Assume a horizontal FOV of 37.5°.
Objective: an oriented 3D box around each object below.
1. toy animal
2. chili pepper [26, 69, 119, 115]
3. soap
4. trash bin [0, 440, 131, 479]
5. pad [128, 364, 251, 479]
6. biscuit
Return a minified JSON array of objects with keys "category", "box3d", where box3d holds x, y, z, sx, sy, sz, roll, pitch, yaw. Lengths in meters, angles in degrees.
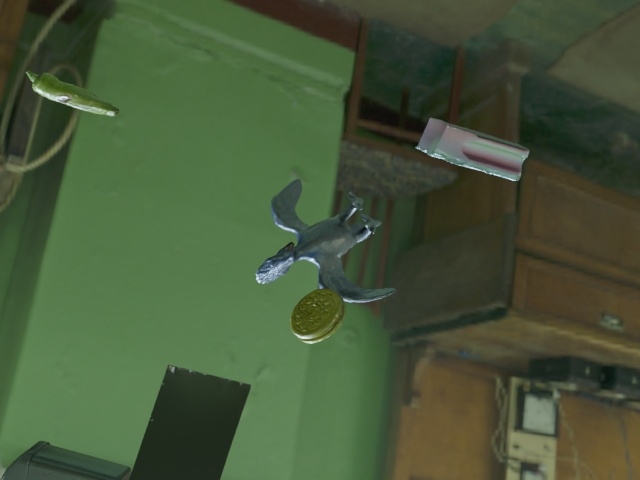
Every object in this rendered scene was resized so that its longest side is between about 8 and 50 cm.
[{"category":"toy animal","box3d":[0.000,0.000,1.404,0.176,0.239,0.255,-36,165,12]},{"category":"chili pepper","box3d":[-0.417,-0.245,1.636,0.048,0.043,0.208,-5,164,35]},{"category":"soap","box3d":[0.230,-0.142,1.450,0.149,0.056,0.100,14,-170,-18]},{"category":"trash bin","box3d":[-0.492,0.488,1.796,0.236,0.177,0.101,12,-172,7]},{"category":"pad","box3d":[-0.161,0.251,1.130,0.127,0.190,0.004,22,174,-39]},{"category":"biscuit","box3d":[-0.004,0.103,1.302,0.084,0.084,0.023,-6,138,40]}]
